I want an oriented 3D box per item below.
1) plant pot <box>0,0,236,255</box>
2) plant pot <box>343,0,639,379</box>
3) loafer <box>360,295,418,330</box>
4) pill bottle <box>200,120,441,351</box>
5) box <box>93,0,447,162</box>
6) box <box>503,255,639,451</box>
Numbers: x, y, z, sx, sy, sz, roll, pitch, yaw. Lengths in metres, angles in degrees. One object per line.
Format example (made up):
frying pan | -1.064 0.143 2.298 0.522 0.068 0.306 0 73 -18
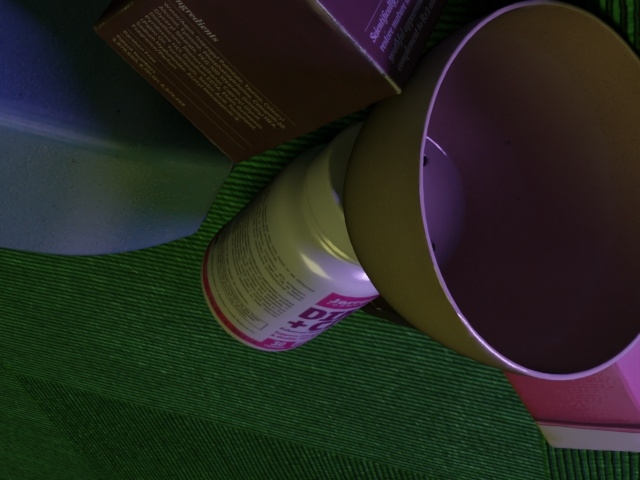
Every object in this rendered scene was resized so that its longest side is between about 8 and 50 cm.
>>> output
plant pot | -0.205 -0.124 0.992 0.252 0.248 0.247 16 149 -15
plant pot | 0.127 -0.033 0.870 0.284 0.284 0.191 44 154 -25
loafer | 0.129 0.061 1.157 0.220 0.080 0.078 11 145 22
pill bottle | 0.000 0.000 1.085 0.160 0.160 0.283 34 146 -12
box | -0.030 -0.193 0.830 0.167 0.168 0.203 44 144 -24
box | 0.256 0.082 1.039 0.127 0.148 0.232 -4 138 36
